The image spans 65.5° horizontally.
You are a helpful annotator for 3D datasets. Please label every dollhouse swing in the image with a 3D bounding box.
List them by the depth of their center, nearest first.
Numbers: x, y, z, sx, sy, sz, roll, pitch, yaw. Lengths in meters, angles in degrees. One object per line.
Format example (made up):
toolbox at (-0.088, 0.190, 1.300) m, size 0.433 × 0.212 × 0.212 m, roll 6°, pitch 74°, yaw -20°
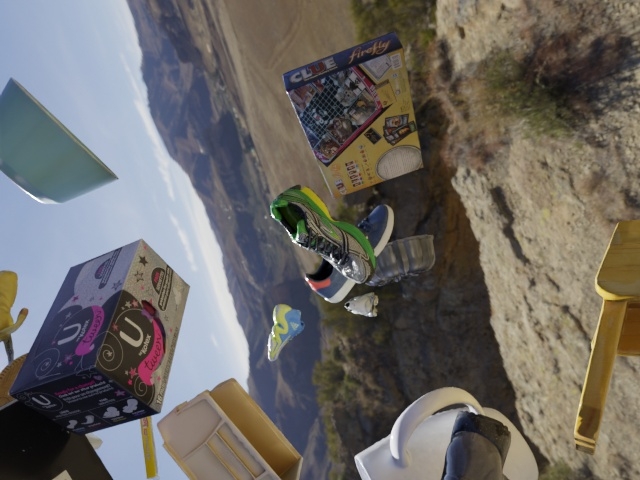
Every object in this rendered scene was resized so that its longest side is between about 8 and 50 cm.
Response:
dollhouse swing at (0.556, 0.174, 0.760) m, size 0.347 × 0.315 × 0.305 m, roll 47°, pitch -134°, yaw -53°

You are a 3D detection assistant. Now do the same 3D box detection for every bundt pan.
bundt pan at (0.294, 0.089, 1.914) m, size 0.331 × 0.331 × 0.124 m, roll 100°, pitch 154°, yaw -76°

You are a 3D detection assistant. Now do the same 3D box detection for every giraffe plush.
giraffe plush at (-0.657, 0.138, 0.888) m, size 0.210 × 0.181 × 0.170 m, roll 34°, pitch -176°, yaw 39°

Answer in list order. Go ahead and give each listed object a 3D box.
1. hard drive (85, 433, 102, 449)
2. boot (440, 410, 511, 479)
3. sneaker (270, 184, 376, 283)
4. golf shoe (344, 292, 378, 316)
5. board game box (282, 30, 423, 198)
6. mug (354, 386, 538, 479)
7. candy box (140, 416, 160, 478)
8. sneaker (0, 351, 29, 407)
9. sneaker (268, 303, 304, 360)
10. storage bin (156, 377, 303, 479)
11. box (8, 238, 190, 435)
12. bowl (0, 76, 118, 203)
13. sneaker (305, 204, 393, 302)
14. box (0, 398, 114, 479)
hard drive at (-0.871, 0.620, 1.617) m, size 0.203 × 0.040 × 0.307 m, roll 24°, pitch 163°, yaw 15°
boot at (0.220, 0.444, 0.766) m, size 0.118 × 0.222 × 0.338 m, roll 4°, pitch 130°, yaw 34°
sneaker at (0.000, 0.000, 1.334) m, size 0.343 × 0.146 × 0.134 m, roll 40°, pitch 125°, yaw 11°
golf shoe at (0.110, 0.174, 1.372) m, size 0.176 × 0.086 × 0.069 m, roll 82°, pitch -168°, yaw -80°
board game box at (0.060, -0.176, 0.760) m, size 0.243 × 0.165 × 0.042 m, roll 63°, pitch -170°, yaw -53°
mug at (0.267, 0.476, 1.056) m, size 0.276 × 0.328 × 0.374 m, roll 41°, pitch 153°, yaw 64°
candy box at (-0.430, 0.488, 1.245) m, size 0.105 × 0.027 × 0.206 m, roll 107°, pitch 149°, yaw -61°
sneaker at (-0.712, 0.375, 1.093) m, size 0.099 × 0.153 × 0.282 m, roll 43°, pitch -153°, yaw -17°
sneaker at (-0.128, 0.359, 1.893) m, size 0.091 × 0.126 × 0.240 m, roll -104°, pitch 23°, yaw -66°
storage bin at (-0.171, 0.412, 1.000) m, size 0.260 × 0.123 × 0.262 m, roll 48°, pitch 175°, yaw 7°
box at (-0.325, 0.143, 0.774) m, size 0.142 × 0.163 × 0.247 m, roll 56°, pitch -158°, yaw -39°
bowl at (-0.648, -0.204, 1.160) m, size 0.311 × 0.163 × 0.311 m, roll 42°, pitch 169°, yaw 10°
sneaker at (0.084, 0.018, 1.525) m, size 0.148 × 0.350 × 0.131 m, roll 34°, pitch 179°, yaw -23°
box at (-0.478, 0.454, 0.770) m, size 0.343 × 0.312 × 0.179 m, roll 57°, pitch -154°, yaw 2°
